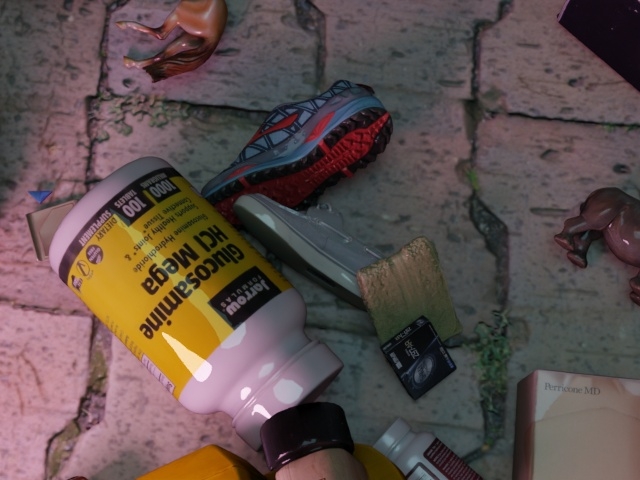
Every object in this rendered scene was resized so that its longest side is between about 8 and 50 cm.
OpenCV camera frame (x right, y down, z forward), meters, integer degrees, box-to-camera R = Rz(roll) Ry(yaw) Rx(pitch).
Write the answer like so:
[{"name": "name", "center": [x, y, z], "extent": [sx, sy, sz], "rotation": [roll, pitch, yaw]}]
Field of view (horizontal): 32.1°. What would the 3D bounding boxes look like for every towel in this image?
[{"name": "towel", "center": [0.106, 0.076, 1.331], "extent": [0.110, 0.027, 0.148], "rotation": [-28, 117, -13]}]

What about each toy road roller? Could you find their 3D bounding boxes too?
[{"name": "toy road roller", "center": [-0.049, 0.339, 1.200], "extent": [0.330, 0.240, 0.202], "rotation": [-25, 58, 10]}]

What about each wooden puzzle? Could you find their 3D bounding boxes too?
[{"name": "wooden puzzle", "center": [-0.328, -0.011, 1.397], "extent": [0.079, 0.014, 0.116], "rotation": [-10, 76, -7]}]

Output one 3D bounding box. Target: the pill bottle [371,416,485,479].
[{"name": "pill bottle", "center": [0.128, 0.278, 1.287], "extent": [0.152, 0.086, 0.086], "rotation": [42, 79, 9]}]

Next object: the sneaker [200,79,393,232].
[{"name": "sneaker", "center": [-0.038, -0.109, 1.395], "extent": [0.262, 0.104, 0.125], "rotation": [-29, 44, 3]}]

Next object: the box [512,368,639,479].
[{"name": "box", "center": [0.293, 0.311, 1.260], "extent": [0.148, 0.121, 0.311], "rotation": [4, 76, 2]}]

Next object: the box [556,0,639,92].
[{"name": "box", "center": [0.539, -0.306, 1.390], "extent": [0.343, 0.179, 0.312], "rotation": [43, 78, 9]}]

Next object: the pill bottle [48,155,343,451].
[{"name": "pill bottle", "center": [-0.139, 0.076, 1.285], "extent": [0.334, 0.188, 0.188], "rotation": [44, 80, 10]}]

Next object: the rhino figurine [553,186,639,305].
[{"name": "rhino figurine", "center": [0.413, 0.025, 1.360], "extent": [0.243, 0.073, 0.106], "rotation": [33, 81, 6]}]

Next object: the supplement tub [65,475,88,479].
[{"name": "supplement tub", "center": [-0.258, 0.373, 1.252], "extent": [0.106, 0.106, 0.198], "rotation": [-34, 79, -8]}]

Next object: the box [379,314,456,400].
[{"name": "box", "center": [0.118, 0.141, 1.332], "extent": [0.067, 0.018, 0.083], "rotation": [-35, 118, -9]}]

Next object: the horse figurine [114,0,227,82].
[{"name": "horse figurine", "center": [-0.184, -0.322, 1.451], "extent": [0.174, 0.066, 0.263], "rotation": [-8, 73, 4]}]

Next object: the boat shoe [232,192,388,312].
[{"name": "boat shoe", "center": [0.001, 0.000, 1.351], "extent": [0.227, 0.079, 0.081], "rotation": [35, 72, -10]}]
